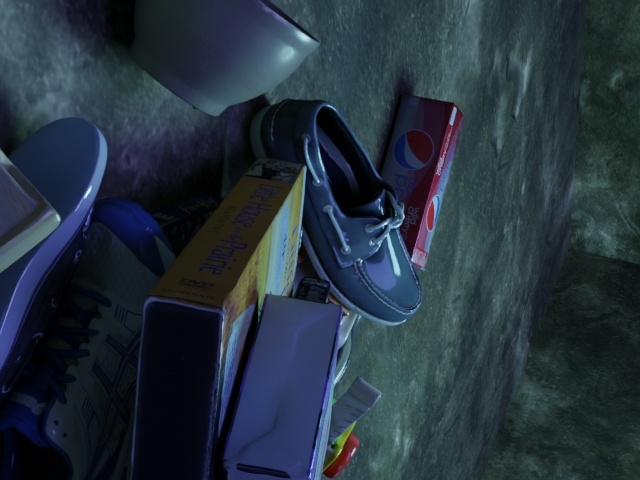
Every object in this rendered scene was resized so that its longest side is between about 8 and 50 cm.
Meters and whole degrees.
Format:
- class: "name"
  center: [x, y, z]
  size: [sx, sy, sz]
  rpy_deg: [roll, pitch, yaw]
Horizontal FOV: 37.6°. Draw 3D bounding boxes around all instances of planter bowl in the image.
- class: "planter bowl"
  center: [-0.096, -0.177, 0.814]
  size: [0.109, 0.162, 0.162]
  rpy_deg: [-52, 161, 12]

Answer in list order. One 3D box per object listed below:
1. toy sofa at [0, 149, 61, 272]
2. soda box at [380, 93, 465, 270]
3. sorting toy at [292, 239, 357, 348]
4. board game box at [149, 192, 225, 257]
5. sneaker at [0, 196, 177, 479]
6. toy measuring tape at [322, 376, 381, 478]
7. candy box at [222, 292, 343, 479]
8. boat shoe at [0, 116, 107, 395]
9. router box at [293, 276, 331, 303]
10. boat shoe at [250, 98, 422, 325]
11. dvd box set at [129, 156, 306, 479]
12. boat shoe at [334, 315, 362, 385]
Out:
- class: "toy sofa"
  center: [-0.290, -0.104, 0.427]
  size: [0.150, 0.177, 0.362]
  rpy_deg: [-41, 147, -14]
- class: "soda box"
  center: [0.146, -0.091, 1.483]
  size: [0.083, 0.092, 0.263]
  rpy_deg: [26, 78, -68]
- class: "sorting toy"
  center: [0.000, 0.000, 1.140]
  size: [0.193, 0.038, 0.208]
  rpy_deg: [42, 60, -24]
- class: "board game box"
  center: [-0.154, 0.087, 0.952]
  size: [0.165, 0.042, 0.243]
  rpy_deg: [-29, 129, -61]
- class: "sneaker"
  center: [-0.198, 0.112, 0.774]
  size: [0.131, 0.112, 0.296]
  rpy_deg: [-9, 110, -65]
- class: "toy measuring tape"
  center: [0.017, 0.237, 1.255]
  size: [0.121, 0.121, 0.330]
  rpy_deg: [-55, 179, -40]
- class: "candy box"
  center: [-0.032, 0.171, 0.802]
  size: [0.196, 0.070, 0.164]
  rpy_deg: [95, 6, -48]
- class: "boat shoe"
  center: [-0.219, 0.018, 0.716]
  size: [0.076, 0.080, 0.228]
  rpy_deg: [54, 54, -69]
- class: "router box"
  center: [-0.019, 0.115, 1.064]
  size: [0.092, 0.038, 0.122]
  rpy_deg: [-72, 171, -68]
- class: "boat shoe"
  center: [0.041, -0.027, 1.088]
  size: [0.319, 0.099, 0.116]
  rpy_deg: [56, 48, -21]
- class: "dvd box set"
  center: [-0.085, 0.118, 0.873]
  size: [0.420, 0.062, 0.307]
  rpy_deg: [-68, 167, -71]
- class: "boat shoe"
  center: [-0.015, 0.088, 1.212]
  size: [0.120, 0.123, 0.324]
  rpy_deg: [47, 57, -25]
